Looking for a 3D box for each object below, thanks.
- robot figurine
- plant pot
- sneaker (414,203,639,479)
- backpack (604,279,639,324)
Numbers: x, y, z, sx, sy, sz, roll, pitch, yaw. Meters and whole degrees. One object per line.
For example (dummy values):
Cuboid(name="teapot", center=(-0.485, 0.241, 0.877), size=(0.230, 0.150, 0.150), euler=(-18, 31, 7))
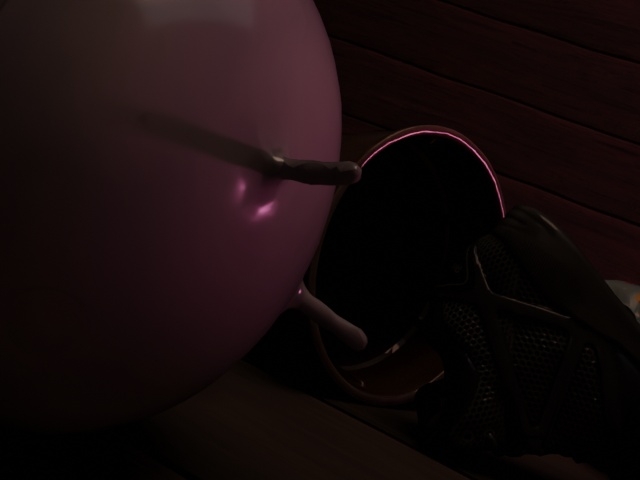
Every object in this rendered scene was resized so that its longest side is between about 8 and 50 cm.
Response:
Cuboid(name="robot figurine", center=(-0.142, -0.056, 0.416), size=(0.353, 0.200, 0.300), euler=(23, -12, 14))
Cuboid(name="plant pot", center=(0.000, 0.000, 0.700), size=(0.165, 0.167, 0.167), euler=(16, 0, 45))
Cuboid(name="sneaker", center=(0.139, 0.104, 0.614), size=(0.227, 0.130, 0.087), euler=(49, 2, 2))
Cuboid(name="backpack", center=(0.239, 0.093, 0.862), size=(0.182, 0.115, 0.152), euler=(21, 2, -31))
